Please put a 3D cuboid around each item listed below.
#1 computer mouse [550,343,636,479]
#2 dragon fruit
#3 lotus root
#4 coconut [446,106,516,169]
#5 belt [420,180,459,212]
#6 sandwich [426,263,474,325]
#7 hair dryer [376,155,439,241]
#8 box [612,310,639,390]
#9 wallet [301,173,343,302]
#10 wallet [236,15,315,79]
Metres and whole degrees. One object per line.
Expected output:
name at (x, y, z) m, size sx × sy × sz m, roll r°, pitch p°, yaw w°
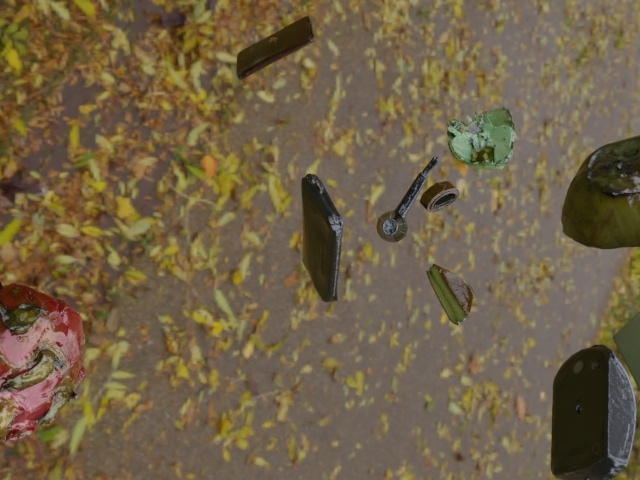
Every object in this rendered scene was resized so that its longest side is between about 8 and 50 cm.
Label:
computer mouse at (0.527, 0.338, 1.636) m, size 0.100 × 0.170 × 0.269 m, roll 25°, pitch 54°, yaw -15°
dragon fruit at (-0.556, 0.229, 1.507) m, size 0.291 × 0.250 × 0.269 m, roll -63°, pitch 179°, yaw -26°
lotus root at (0.396, -0.077, 1.074) m, size 0.078 × 0.203 × 0.183 m, roll 56°, pitch 36°, yaw -35°
coconut at (0.288, -0.177, 1.530) m, size 0.158 × 0.133 × 0.055 m, roll -54°, pitch 150°, yaw -34°
belt at (0.258, -0.095, 1.841) m, size 0.083 × 0.036 × 0.059 m, roll -27°, pitch 141°, yaw -13°
sandwich at (0.163, 0.065, 1.029) m, size 0.044 × 0.031 × 0.083 m, roll 3°, pitch 50°, yaw -37°
hair dryer at (0.196, -0.094, 1.879) m, size 0.219 × 0.075 × 0.195 m, roll -58°, pitch 175°, yaw 3°
box at (0.512, 0.103, 0.983) m, size 0.224 × 0.225 × 0.118 m, roll 9°, pitch 44°, yaw -24°
wallet at (0.000, 0.000, 1.650) m, size 0.044 × 0.149 × 0.250 m, roll -15°, pitch 139°, yaw -17°
wallet at (-0.092, -0.390, 1.735) m, size 0.026 × 0.176 × 0.095 m, roll 50°, pitch 23°, yaw -40°
